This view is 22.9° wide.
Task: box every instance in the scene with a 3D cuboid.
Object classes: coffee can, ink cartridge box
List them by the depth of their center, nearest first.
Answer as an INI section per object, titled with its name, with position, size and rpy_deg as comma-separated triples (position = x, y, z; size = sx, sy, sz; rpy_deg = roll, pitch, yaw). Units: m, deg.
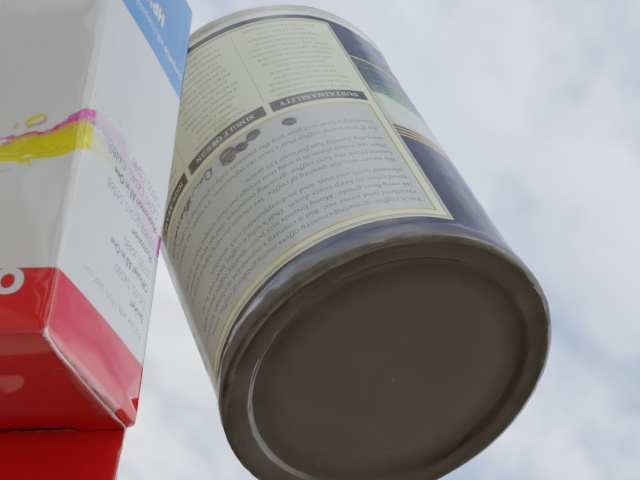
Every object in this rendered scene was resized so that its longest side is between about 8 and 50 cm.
[ink cartridge box]
position = -0.131, -0.007, 0.559
size = 0.134, 0.231, 0.078
rpy_deg = -5, -32, 15
[coffee can]
position = 0.000, 0.000, 1.012
size = 0.275, 0.201, 0.201
rpy_deg = -117, -172, -49
